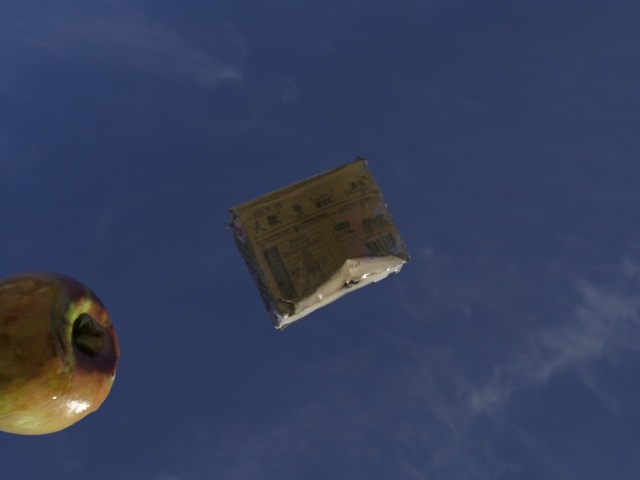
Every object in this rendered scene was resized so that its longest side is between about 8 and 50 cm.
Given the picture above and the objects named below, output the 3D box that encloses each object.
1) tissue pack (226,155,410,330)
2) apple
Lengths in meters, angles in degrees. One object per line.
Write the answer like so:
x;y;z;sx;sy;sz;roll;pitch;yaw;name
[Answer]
0.000;0.000;1.136;0.256;0.123;0.215;-23;-96;-21;tissue pack
-0.597;0.235;1.405;0.339;0.339;0.340;-4;-107;13;apple
